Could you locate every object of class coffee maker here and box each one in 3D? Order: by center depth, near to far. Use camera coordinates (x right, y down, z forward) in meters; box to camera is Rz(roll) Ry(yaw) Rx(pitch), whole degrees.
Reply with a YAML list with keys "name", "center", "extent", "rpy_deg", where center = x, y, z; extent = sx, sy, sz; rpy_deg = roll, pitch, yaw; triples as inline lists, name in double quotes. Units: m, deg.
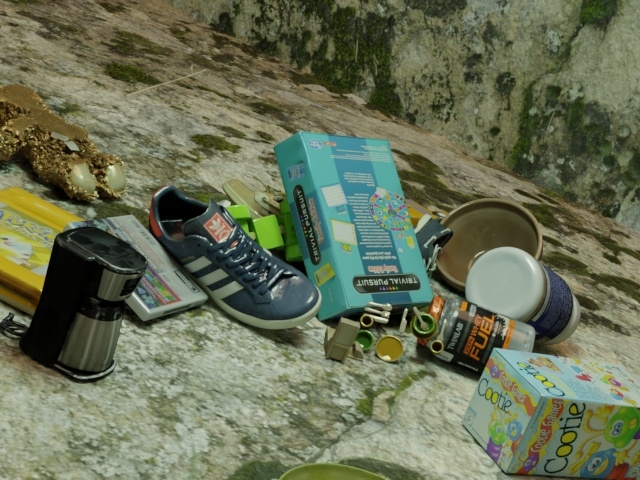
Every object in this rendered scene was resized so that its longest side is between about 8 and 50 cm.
- name: "coffee maker"
  center: [-0.337, 0.076, 1.524]
  extent: [0.171, 0.178, 0.120]
  rpy_deg: [19, 17, -5]

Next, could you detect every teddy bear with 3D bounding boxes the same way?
- name: "teddy bear"
  center: [-0.523, -0.172, 2.189]
  extent: [0.338, 0.113, 0.245]
  rpy_deg: [31, 26, 7]

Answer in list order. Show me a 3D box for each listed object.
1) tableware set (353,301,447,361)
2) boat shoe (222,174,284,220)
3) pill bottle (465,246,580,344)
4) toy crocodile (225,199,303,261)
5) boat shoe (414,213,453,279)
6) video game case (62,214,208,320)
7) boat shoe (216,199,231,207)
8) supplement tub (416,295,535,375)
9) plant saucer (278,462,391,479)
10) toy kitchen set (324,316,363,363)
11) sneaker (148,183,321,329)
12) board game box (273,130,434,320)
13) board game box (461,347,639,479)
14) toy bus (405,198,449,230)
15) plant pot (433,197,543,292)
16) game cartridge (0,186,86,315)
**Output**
- name: "tableware set"
  center: [0.137, 0.160, 1.929]
  extent: [0.154, 0.104, 0.024]
  rpy_deg: [14, -23, 8]
- name: "boat shoe"
  center: [-0.068, -0.045, 2.227]
  extent: [0.285, 0.089, 0.104]
  rpy_deg: [36, 1, 11]
- name: "pill bottle"
  center: [0.398, 0.116, 2.165]
  extent: [0.153, 0.153, 0.264]
  rpy_deg: [34, 4, 36]
- name: "toy crocodile"
  center: [-0.102, -0.009, 2.088]
  extent: [0.340, 0.115, 0.105]
  rpy_deg: [-7, -8, -29]
- name: "boat shoe"
  center: [0.206, 0.033, 2.317]
  extent: [0.079, 0.095, 0.254]
  rpy_deg: [25, 32, 11]
- name: "video game case"
  center: [-0.294, 0.040, 1.810]
  extent: [0.201, 0.023, 0.183]
  rpy_deg: [46, 21, 13]
- name: "boat shoe"
  center: [-0.219, -0.039, 2.180]
  extent: [0.063, 0.066, 0.184]
  rpy_deg: [21, 28, -1]
- name: "supplement tub"
  center: [0.274, 0.174, 2.000]
  extent: [0.190, 0.117, 0.117]
  rpy_deg: [21, 18, 2]
- name: "plant saucer"
  center: [0.052, 0.355, 1.369]
  extent: [0.241, 0.037, 0.241]
  rpy_deg: [18, 18, -6]
- name: "toy kitchen set"
  center: [0.051, 0.157, 1.873]
  extent: [0.068, 0.075, 0.083]
  rpy_deg: [19, 22, -10]
- name: "sneaker"
  center: [-0.153, 0.020, 1.868]
  extent: [0.350, 0.148, 0.131]
  rpy_deg: [26, 53, 22]
- name: "board game box"
  center: [0.064, -0.027, 2.088]
  extent: [0.253, 0.079, 0.336]
  rpy_deg: [0, 70, -47]
- name: "board game box"
  center: [0.389, 0.278, 1.782]
  extent: [0.275, 0.142, 0.144]
  rpy_deg: [10, 21, -29]
- name: "toy bus"
  center: [0.149, -0.029, 2.463]
  extent: [0.332, 0.108, 0.130]
  rpy_deg: [3, 23, -43]
- name: "plant pot"
  center: [0.364, 0.033, 2.430]
  extent: [0.237, 0.237, 0.110]
  rpy_deg: [33, -20, 33]
- name: "game cartridge"
  center: [-0.468, 0.006, 1.789]
  extent: [0.285, 0.053, 0.323]
  rpy_deg: [25, 19, 13]
